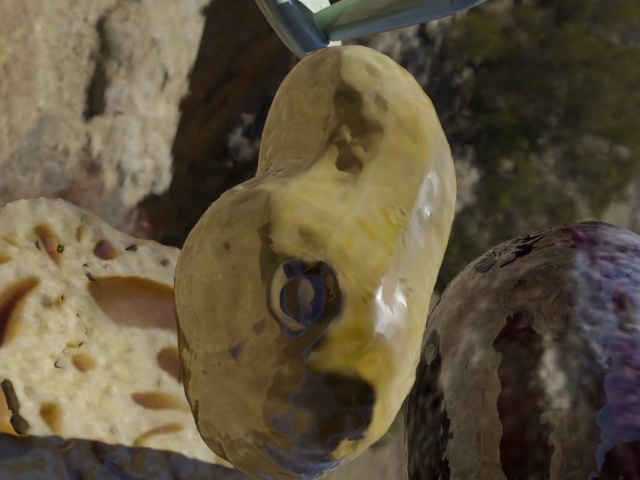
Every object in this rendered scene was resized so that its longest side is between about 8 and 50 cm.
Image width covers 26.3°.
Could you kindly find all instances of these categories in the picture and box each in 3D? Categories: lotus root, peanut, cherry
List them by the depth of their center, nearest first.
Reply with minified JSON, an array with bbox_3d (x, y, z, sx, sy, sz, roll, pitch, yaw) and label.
[{"bbox_3d":[0.000,0.000,0.649,0.110,0.120,0.236,94,8,-58],"label":"peanut"},{"bbox_3d":[0.164,0.133,0.791,0.255,0.218,0.296,19,52,-48],"label":"cherry"},{"bbox_3d":[-0.165,0.167,0.956,0.316,0.316,0.250,-46,160,-56],"label":"lotus root"}]

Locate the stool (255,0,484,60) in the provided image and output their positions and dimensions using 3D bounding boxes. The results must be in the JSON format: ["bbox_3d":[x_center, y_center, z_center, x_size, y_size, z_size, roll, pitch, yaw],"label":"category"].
[{"bbox_3d":[0.035,-0.275,1.203,0.195,0.199,0.195,55,19,-31],"label":"stool"}]
